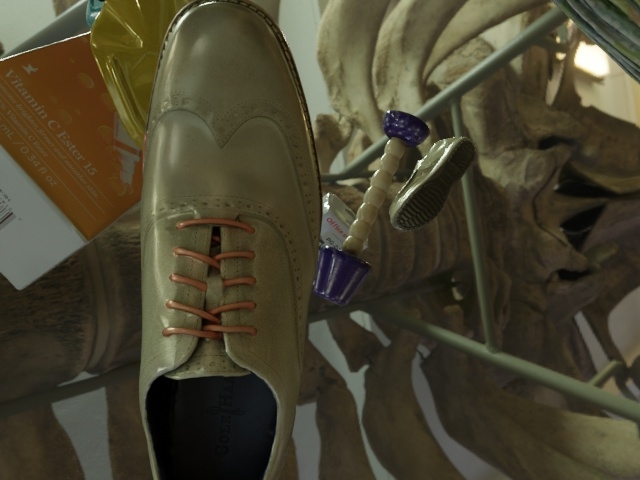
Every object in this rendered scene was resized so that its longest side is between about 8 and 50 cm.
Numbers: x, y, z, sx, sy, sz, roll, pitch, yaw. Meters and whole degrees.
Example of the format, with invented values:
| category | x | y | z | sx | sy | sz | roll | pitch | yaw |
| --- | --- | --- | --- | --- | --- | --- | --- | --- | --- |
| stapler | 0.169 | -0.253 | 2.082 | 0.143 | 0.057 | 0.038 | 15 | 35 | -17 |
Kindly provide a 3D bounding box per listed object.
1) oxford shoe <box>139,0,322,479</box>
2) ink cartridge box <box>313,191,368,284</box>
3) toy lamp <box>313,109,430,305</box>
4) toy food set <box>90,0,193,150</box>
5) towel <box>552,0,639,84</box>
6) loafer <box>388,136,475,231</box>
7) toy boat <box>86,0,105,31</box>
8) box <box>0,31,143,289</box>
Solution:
| category | x | y | z | sx | sy | sz | roll | pitch | yaw |
| --- | --- | --- | --- | --- | --- | --- | --- | --- | --- |
| oxford shoe | -0.060 | 0.027 | 0.375 | 0.141 | 0.146 | 0.397 | -2 | -80 | -6 |
| ink cartridge box | 0.000 | 0.000 | 0.990 | 0.109 | 0.150 | 0.063 | 42 | -152 | -23 |
| toy lamp | 0.067 | -0.042 | 0.739 | 0.080 | 0.080 | 0.274 | 32 | -100 | -39 |
| toy food set | -0.119 | -0.141 | 0.491 | 0.071 | 0.128 | 0.217 | -61 | -44 | -68 |
| towel | 0.507 | -0.411 | 0.783 | 0.320 | 0.090 | 0.374 | 41 | -108 | -2 |
| loafer | 0.256 | -0.134 | 1.258 | 0.268 | 0.092 | 0.102 | -48 | -59 | -2 |
| toy boat | -0.440 | -0.523 | 1.221 | 0.148 | 0.268 | 0.318 | 44 | -146 | -56 |
| box | -0.322 | -0.134 | 0.724 | 0.215 | 0.168 | 0.345 | 53 | -147 | -17 |
